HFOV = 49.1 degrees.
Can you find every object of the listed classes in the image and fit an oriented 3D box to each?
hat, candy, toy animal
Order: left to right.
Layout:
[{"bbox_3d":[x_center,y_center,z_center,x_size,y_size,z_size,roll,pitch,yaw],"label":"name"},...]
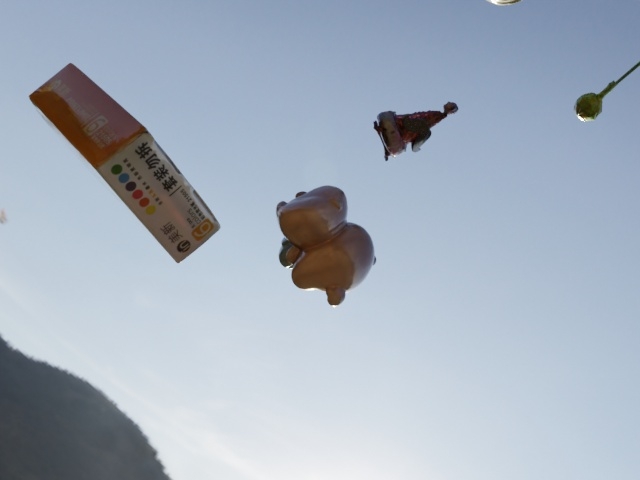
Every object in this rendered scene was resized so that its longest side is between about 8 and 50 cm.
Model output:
[{"bbox_3d":[0.014,-0.007,1.563,0.229,0.210,0.221,24,-52,25],"label":"toy animal"},{"bbox_3d":[0.252,-0.297,1.823,0.227,0.129,0.140,-19,-61,14],"label":"hat"},{"bbox_3d":[0.618,-0.326,1.474,0.194,0.062,0.058,-43,-125,33],"label":"candy"}]

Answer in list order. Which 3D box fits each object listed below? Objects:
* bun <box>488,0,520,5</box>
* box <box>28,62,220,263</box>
[{"bbox_3d":[0.405,-0.563,1.407,0.128,0.193,0.178,36,-41,7],"label":"bun"},{"bbox_3d":[-0.285,-0.115,1.012,0.274,0.091,0.221,39,-13,39],"label":"box"}]
